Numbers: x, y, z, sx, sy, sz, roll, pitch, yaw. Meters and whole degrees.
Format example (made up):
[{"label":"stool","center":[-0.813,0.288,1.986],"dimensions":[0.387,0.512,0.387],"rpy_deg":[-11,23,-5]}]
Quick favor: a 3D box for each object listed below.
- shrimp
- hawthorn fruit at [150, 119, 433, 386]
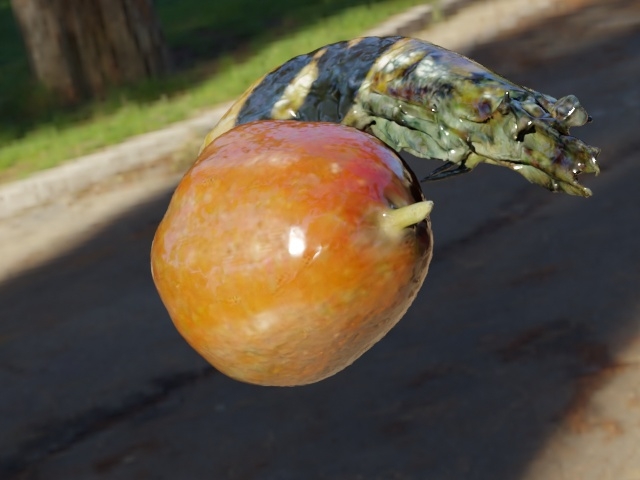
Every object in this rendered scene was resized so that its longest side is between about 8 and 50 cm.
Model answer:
[{"label":"shrimp","center":[0.050,-0.075,1.351],"dimensions":[0.272,0.085,0.445],"rpy_deg":[-44,35,-25]},{"label":"hawthorn fruit","center":[0.000,0.000,1.159],"dimensions":[0.199,0.199,0.251],"rpy_deg":[-23,5,-42]}]
